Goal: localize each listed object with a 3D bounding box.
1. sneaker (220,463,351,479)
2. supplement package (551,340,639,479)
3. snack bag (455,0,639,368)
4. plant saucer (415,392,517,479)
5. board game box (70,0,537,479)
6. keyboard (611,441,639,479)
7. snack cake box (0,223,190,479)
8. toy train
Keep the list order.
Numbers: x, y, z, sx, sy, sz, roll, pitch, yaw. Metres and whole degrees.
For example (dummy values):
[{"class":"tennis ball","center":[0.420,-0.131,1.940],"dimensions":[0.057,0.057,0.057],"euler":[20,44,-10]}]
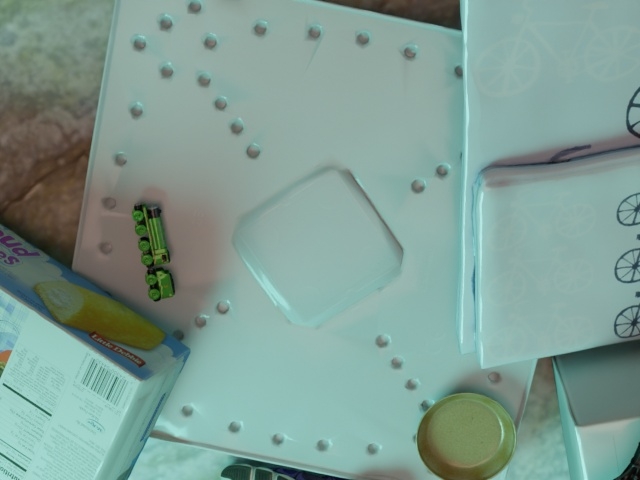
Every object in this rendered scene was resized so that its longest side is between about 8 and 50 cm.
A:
[{"class":"sneaker","center":[-0.007,0.230,1.209],"dimensions":[0.170,0.071,0.068],"euler":[9,98,16]},{"class":"supplement package","center":[0.349,0.170,1.112],"dimensions":[0.293,0.175,0.177],"euler":[-10,105,6]},{"class":"snack bag","center":[0.261,-0.068,1.045],"dimensions":[0.323,0.037,0.342],"euler":[-8,122,-8]},{"class":"plant saucer","center":[0.120,0.162,1.152],"dimensions":[0.083,0.015,0.083],"euler":[1,107,2]},{"class":"board game box","center":[0.000,0.000,1.145],"dimensions":[0.390,0.050,0.390],"euler":[12,106,0]},{"class":"keyboard","center":[0.312,0.158,1.005],"dimensions":[0.202,0.033,0.317],"euler":[24,103,-9]},{"class":"snack cake box","center":[-0.257,0.091,1.122],"dimensions":[0.264,0.089,0.152],"euler":[32,112,11]},{"class":"toy train","center":[-0.134,0.009,1.119],"dimensions":[0.024,0.017,0.083],"euler":[-10,105,-4]}]
